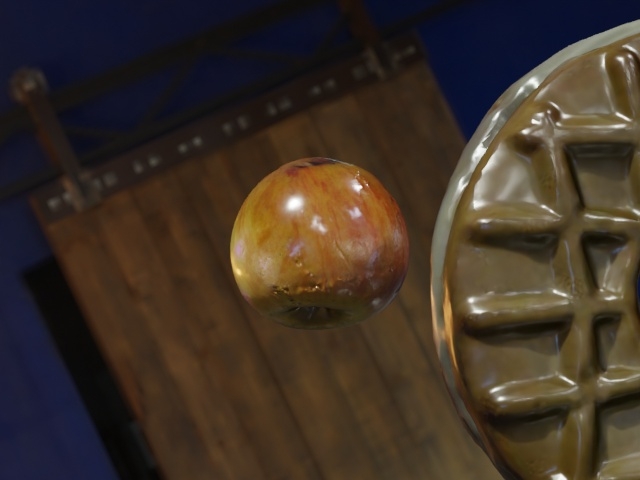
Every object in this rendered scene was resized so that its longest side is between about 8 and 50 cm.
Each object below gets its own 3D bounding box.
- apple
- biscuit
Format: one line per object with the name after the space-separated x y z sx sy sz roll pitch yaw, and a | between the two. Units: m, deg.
0.000 0.000 1.400 0.146 0.146 0.146 -26 -2 -1 | apple
0.219 0.030 1.014 0.332 0.332 0.103 -25 1 -13 | biscuit
